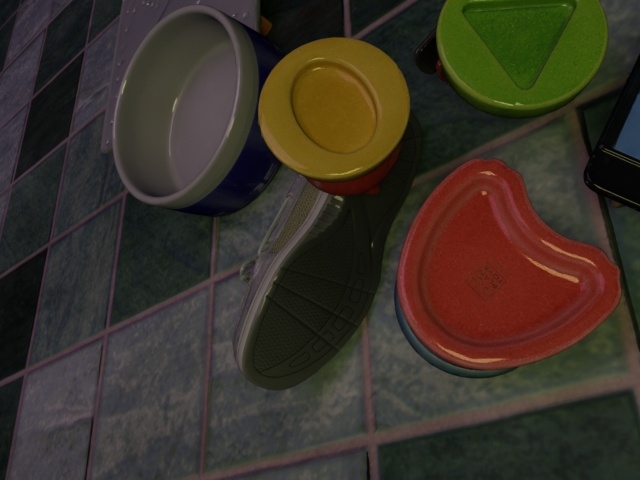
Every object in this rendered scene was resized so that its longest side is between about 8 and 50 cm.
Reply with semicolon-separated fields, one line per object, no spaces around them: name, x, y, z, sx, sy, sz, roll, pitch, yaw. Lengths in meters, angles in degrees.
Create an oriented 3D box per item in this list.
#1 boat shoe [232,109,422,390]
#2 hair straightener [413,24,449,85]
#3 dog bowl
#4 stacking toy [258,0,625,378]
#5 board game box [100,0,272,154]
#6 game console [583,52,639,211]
boat shoe;-0.001;-0.002;0.725;0.103;0.118;0.321;6;70;56
hair straightener;0.170;-0.273;0.732;0.230;0.047;0.089;-57;41;7
dog bowl;-0.160;-0.167;0.939;0.264;0.104;0.265;-10;74;39
stacking toy;0.133;-0.058;0.587;0.279;0.130;0.309;-33;74;-2
board game box;-0.224;-0.374;1.195;0.389;0.050;0.390;-26;53;36
game console;0.265;-0.084;0.464;0.124;0.085;0.144;27;79;12
